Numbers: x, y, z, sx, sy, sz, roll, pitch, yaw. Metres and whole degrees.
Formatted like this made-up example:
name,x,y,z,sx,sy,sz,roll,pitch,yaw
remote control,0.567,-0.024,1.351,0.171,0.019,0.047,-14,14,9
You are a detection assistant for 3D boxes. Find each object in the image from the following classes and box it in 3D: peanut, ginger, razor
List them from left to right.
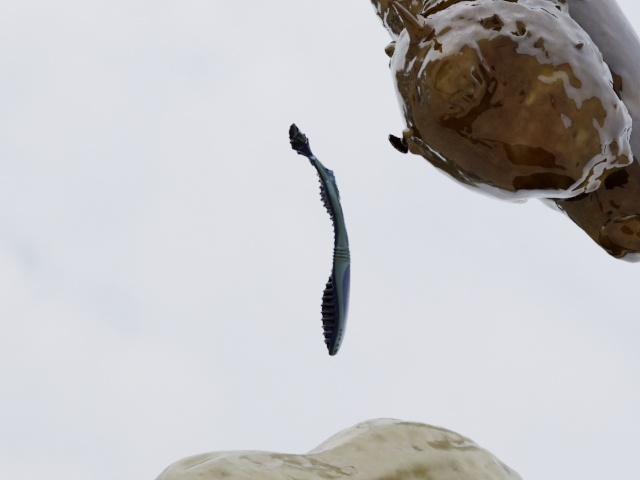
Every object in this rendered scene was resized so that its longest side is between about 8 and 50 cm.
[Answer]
name,x,y,z,sx,sy,sz,roll,pitch,yaw
razor,0.004,-0.001,1.194,0.028,0.044,0.154,-10,-98,5
peanut,0.011,0.167,1.080,0.257,0.123,0.123,3,-44,-22
ginger,0.122,-0.168,1.368,0.176,0.254,0.418,-42,-129,23
